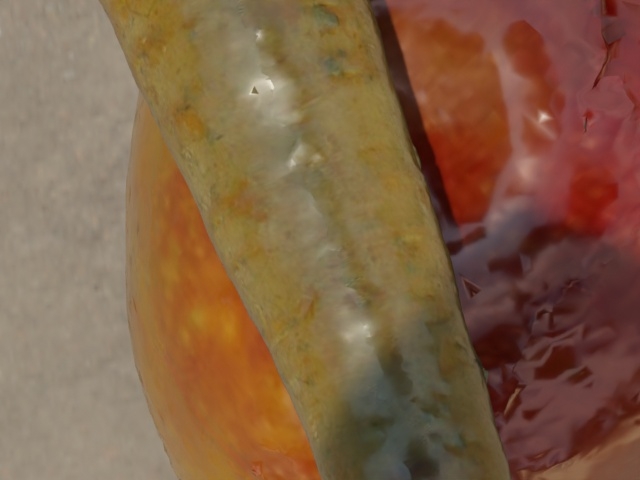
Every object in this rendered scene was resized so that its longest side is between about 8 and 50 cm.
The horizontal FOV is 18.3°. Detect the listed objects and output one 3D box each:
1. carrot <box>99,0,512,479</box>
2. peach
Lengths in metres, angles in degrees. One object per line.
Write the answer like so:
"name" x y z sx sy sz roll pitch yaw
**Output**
"carrot" 0.000 0.000 0.502 0.078 0.298 0.078 -18 162 -6
"peach" 0.062 -0.017 0.817 0.373 0.290 0.372 -29 156 -14
